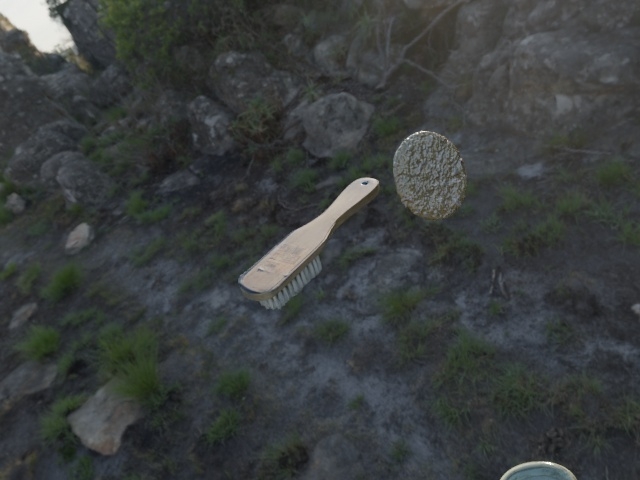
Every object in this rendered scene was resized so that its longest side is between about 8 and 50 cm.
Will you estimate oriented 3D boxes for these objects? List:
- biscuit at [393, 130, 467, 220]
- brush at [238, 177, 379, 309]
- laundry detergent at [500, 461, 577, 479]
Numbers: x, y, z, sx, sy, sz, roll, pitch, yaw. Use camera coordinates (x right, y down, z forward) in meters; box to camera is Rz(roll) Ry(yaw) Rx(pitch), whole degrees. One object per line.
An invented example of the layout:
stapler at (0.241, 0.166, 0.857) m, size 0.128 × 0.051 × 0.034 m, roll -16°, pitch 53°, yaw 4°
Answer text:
biscuit at (0.144, -0.084, 0.620) m, size 0.120 × 0.120 × 0.015 m, roll -42°, pitch 13°, yaw -22°
brush at (0.000, 0.000, 0.765) m, size 0.070 × 0.065 × 0.327 m, roll 15°, pitch 44°, yaw 35°
laundry detergent at (0.306, 0.388, 0.667) m, size 0.099 × 0.226 × 0.070 m, roll -21°, pitch 40°, yaw 4°
